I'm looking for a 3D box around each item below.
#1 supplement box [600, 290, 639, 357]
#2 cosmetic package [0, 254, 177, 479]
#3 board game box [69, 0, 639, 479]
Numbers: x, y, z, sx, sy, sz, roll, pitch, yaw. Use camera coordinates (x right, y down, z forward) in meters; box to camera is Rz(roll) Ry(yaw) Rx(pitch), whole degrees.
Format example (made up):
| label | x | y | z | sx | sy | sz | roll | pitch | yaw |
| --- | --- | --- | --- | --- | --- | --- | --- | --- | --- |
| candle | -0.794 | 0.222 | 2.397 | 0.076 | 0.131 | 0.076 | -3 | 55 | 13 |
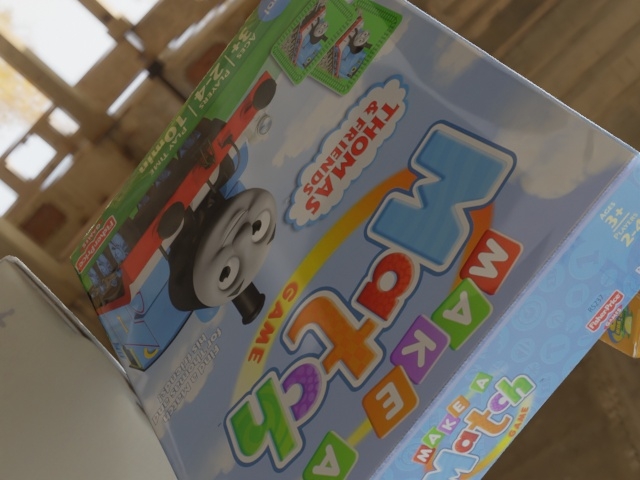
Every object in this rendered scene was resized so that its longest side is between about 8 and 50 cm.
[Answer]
| label | x | y | z | sx | sy | sz | roll | pitch | yaw |
| --- | --- | --- | --- | --- | --- | --- | --- | --- | --- |
| supplement box | 0.421 | 0.075 | 1.373 | 0.080 | 0.233 | 0.078 | 32 | -60 | 56 |
| cosmetic package | -0.098 | 0.157 | 0.581 | 0.129 | 0.296 | 0.153 | -40 | -122 | -12 |
| board game box | 0.000 | 0.000 | 0.403 | 0.160 | 0.039 | 0.211 | -52 | -144 | 8 |
